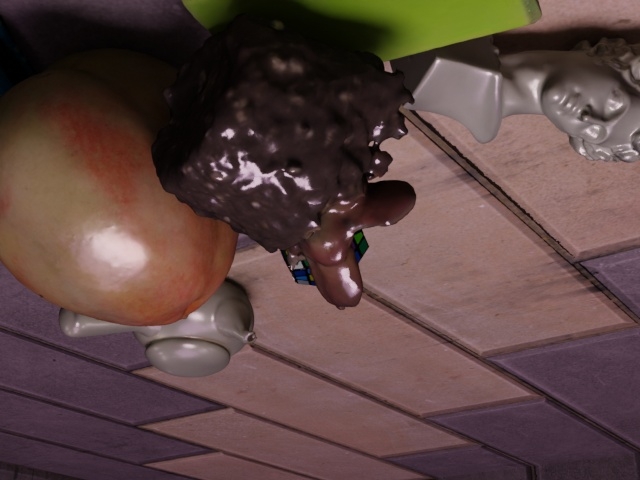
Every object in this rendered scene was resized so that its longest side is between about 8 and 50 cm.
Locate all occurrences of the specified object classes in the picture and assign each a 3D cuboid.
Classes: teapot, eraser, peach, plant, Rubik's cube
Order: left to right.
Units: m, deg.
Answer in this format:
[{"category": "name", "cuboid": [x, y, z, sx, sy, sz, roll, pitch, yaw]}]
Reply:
[{"category": "peach", "cuboid": [-0.203, -0.051, 0.915, 0.247, 0.292, 0.292, -38, 140, 17]}, {"category": "teapot", "cuboid": [-0.263, 0.137, 1.471, 0.318, 0.149, 0.220, 8, 152, -16]}, {"category": "plant", "cuboid": [-0.020, -0.080, 0.791, 0.234, 0.204, 0.178, 26, 158, -23]}, {"category": "Rubik's cube", "cuboid": [0.000, 0.000, 1.227, 0.112, 0.133, 0.133, -27, 154, -7]}, {"category": "eraser", "cuboid": [0.026, -0.238, 0.769, 0.274, 0.092, 0.210, -11, 152, 25]}]

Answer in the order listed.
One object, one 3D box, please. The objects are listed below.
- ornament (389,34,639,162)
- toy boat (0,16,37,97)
[{"category": "ornament", "cuboid": [0.209, -0.156, 0.905, 0.285, 0.130, 0.120, 12, 144, -5]}, {"category": "toy boat", "cuboid": [-0.367, -0.156, 0.918, 0.134, 0.092, 0.299, -18, 153, -1]}]
